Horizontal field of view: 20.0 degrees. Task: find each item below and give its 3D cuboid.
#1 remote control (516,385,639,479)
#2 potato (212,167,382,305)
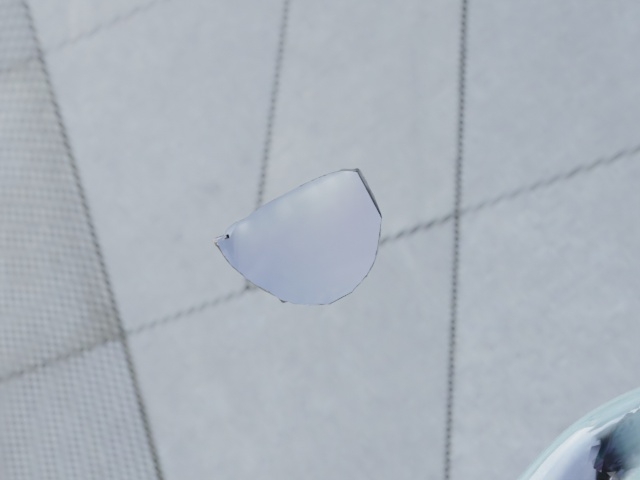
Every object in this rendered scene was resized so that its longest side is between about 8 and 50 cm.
[{"bbox_3d":[0.045,0.138,0.497,0.045,0.097,0.256,43,112,42],"label":"remote control"},{"bbox_3d":[0.000,0.000,1.048,0.096,0.066,0.103,-24,1,13],"label":"potato"}]
